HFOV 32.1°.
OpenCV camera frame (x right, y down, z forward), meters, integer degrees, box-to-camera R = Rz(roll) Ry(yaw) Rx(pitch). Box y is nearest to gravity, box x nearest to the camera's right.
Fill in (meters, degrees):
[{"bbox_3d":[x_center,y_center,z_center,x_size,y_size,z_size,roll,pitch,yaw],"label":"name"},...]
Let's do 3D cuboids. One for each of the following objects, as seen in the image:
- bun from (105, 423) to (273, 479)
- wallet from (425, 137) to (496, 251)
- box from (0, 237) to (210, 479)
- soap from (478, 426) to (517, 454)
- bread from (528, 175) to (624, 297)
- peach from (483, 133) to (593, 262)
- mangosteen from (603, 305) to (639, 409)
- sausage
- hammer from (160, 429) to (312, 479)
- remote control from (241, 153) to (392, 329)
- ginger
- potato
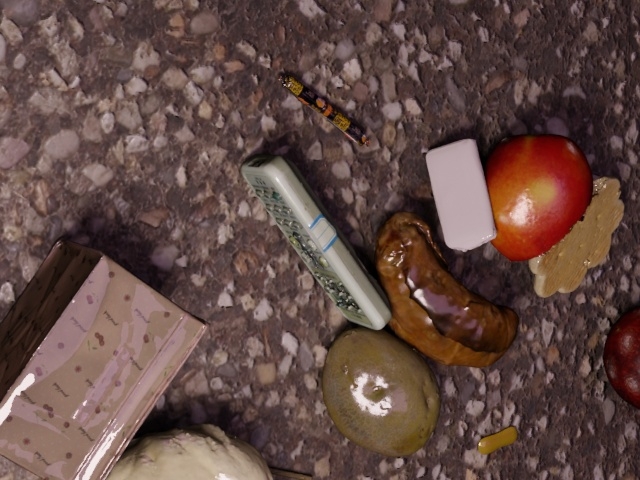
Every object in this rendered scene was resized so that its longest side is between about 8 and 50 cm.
[{"bbox_3d":[-0.236,0.422,1.631,0.365,0.219,0.365,-22,135,-24],"label":"bun"},{"bbox_3d":[0.238,-0.076,1.881,0.033,0.095,0.190,11,66,-62],"label":"wallet"},{"bbox_3d":[-0.345,0.170,1.553,0.190,0.225,0.297,40,77,-26],"label":"box"},{"bbox_3d":[0.327,0.369,2.046,0.089,0.012,0.034,-18,104,-25],"label":"soap"},{"bbox_3d":[0.470,0.003,2.038,0.251,0.039,0.182,-45,140,-16],"label":"bread"},{"bbox_3d":[0.372,-0.072,1.924,0.196,0.189,0.226,-4,98,-57],"label":"peach"},{"bbox_3d":[0.652,0.213,2.061,0.215,0.257,0.215,7,72,-21],"label":"mangosteen"},{"bbox_3d":[0.008,-0.210,1.807,0.198,0.025,0.028,35,35,-26],"label":"sausage"},{"bbox_3d":[-0.136,0.363,1.799,0.292,0.029,0.058,19,89,-30],"label":"hammer"},{"bbox_3d":[0.000,0.000,1.770,0.065,0.128,0.335,-43,113,-19],"label":"remote control"},{"bbox_3d":[0.192,0.105,1.860,0.321,0.165,0.172,44,82,-20],"label":"ginger"},{"bbox_3d":[0.098,0.248,1.838,0.178,0.160,0.235,-35,103,-39],"label":"potato"}]
